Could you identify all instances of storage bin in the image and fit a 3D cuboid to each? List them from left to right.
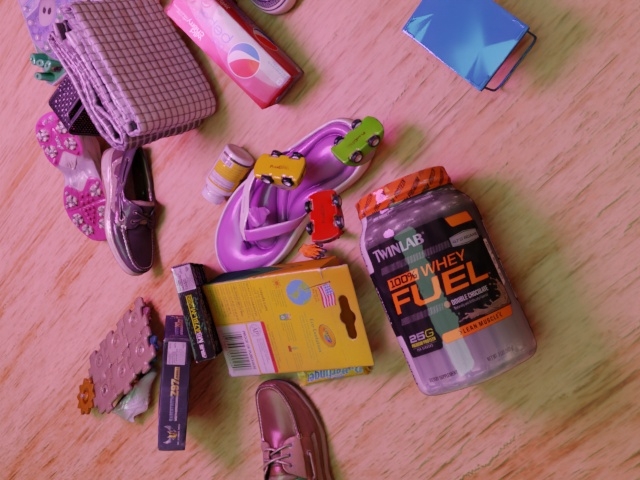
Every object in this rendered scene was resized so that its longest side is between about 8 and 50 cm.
[{"bbox_3d":[-0.455,-0.289,1.524,0.122,0.180,0.084,-45,73,24],"label":"storage bin"}]

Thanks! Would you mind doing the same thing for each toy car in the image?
[{"bbox_3d":[0.024,-0.122,1.267,0.225,0.053,0.239,-41,56,-2],"label":"toy car"}]

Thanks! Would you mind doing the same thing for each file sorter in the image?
[{"bbox_3d":[0.245,-0.336,1.189,0.170,0.104,0.118,43,112,18],"label":"file sorter"}]

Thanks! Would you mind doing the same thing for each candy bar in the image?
[{"bbox_3d":[0.024,0.251,1.412,0.162,0.018,0.040,-15,88,29],"label":"candy bar"}]

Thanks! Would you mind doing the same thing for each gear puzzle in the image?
[{"bbox_3d":[-0.457,0.292,1.641,0.339,0.044,0.175,-46,49,27],"label":"gear puzzle"}]

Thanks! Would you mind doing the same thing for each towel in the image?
[{"bbox_3d":[-0.367,-0.326,1.422,0.121,0.235,0.283,-33,89,40],"label":"towel"}]

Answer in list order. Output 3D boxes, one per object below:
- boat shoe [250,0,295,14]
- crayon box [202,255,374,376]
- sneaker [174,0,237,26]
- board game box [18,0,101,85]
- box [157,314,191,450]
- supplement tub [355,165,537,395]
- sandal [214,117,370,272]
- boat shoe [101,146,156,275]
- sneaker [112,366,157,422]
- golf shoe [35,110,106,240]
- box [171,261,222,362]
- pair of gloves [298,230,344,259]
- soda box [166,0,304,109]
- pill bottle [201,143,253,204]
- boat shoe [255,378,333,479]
[{"bbox_3d":[-0.166,-0.582,1.355,0.127,0.158,0.340,-30,81,27],"label":"boat shoe"},{"bbox_3d":[-0.051,0.147,1.385,0.319,0.081,0.202,-9,103,29],"label":"crayon box"},{"bbox_3d":[-0.275,-0.505,1.463,0.128,0.087,0.221,-42,74,23],"label":"sneaker"},{"bbox_3d":[-0.565,-0.601,1.605,0.390,0.050,0.389,-25,83,33],"label":"board game box"},{"bbox_3d":[-0.299,0.286,1.501,0.059,0.183,0.232,4,99,-11],"label":"box"},{"bbox_3d":[0.195,0.063,1.196,0.207,0.207,0.338,-27,82,27],"label":"supplement tub"},{"bbox_3d":[-0.082,-0.084,1.389,0.416,0.102,0.169,-45,74,24],"label":"sandal"},{"bbox_3d":[-0.399,-0.069,1.562,0.092,0.103,0.285,-13,83,33],"label":"boat shoe"},{"bbox_3d":[-0.401,0.344,1.636,0.061,0.053,0.152,38,108,-6],"label":"sneaker"},{"bbox_3d":[-0.514,-0.151,1.619,0.115,0.140,0.306,-8,113,11],"label":"golf shoe"},{"bbox_3d":[-0.241,0.139,1.454,0.045,0.184,0.190,-15,88,-4],"label":"box"},{"bbox_3d":[0.000,0.000,1.372,0.083,0.010,0.074,-49,34,-13],"label":"pair of gloves"},{"bbox_3d":[-0.160,-0.373,1.376,0.263,0.083,0.092,44,115,-1],"label":"soda box"},{"bbox_3d":[-0.190,-0.131,1.463,0.065,0.065,0.116,44,113,18],"label":"pill bottle"},{"bbox_3d":[-0.053,0.428,1.413,0.123,0.116,0.324,-25,83,28],"label":"boat shoe"}]
